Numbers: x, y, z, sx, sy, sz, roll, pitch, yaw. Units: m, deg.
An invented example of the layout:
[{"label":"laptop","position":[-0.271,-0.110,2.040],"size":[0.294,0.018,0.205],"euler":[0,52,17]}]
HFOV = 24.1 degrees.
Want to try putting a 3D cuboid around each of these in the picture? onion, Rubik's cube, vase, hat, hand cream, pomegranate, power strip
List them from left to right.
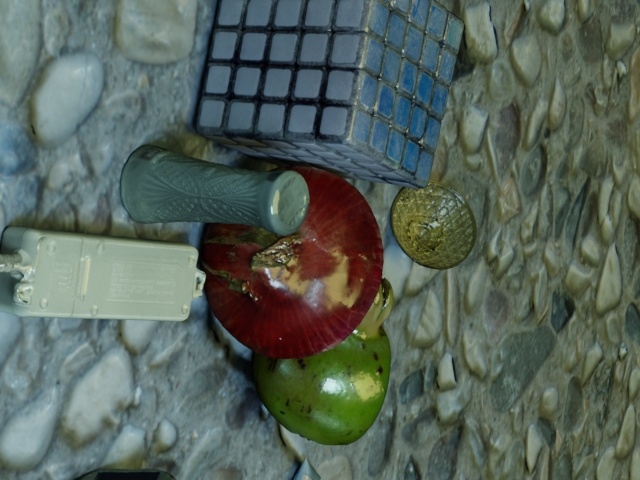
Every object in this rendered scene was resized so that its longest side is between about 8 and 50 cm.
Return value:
[{"label":"power strip","position":[-0.257,0.041,1.721],"size":[0.338,0.058,0.098],"euler":[7,92,-56]},{"label":"vase","position":[-0.121,-0.055,1.752],"size":[0.096,0.219,0.096],"euler":[-17,111,-54]},{"label":"hand cream","position":[-0.042,0.396,2.131],"size":[0.171,0.043,0.065],"euler":[-67,149,-28]},{"label":"onion","position":[-0.033,0.028,1.889],"size":[0.248,0.161,0.248],"euler":[-1,95,-17]},{"label":"pomegranate","position":[0.004,0.158,1.995],"size":[0.159,0.241,0.190],"euler":[20,49,-22]},{"label":"Rubik's cube","position":[0.013,-0.212,1.894],"size":[0.237,0.238,0.237],"euler":[23,77,-57]},{"label":"hat","position":[0.164,-0.015,2.325],"size":[0.146,0.067,0.146],"euler":[7,69,-19]}]

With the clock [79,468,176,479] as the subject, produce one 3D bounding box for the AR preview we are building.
[{"label":"clock","position":[-0.216,0.399,1.775],"size":[0.146,0.199,0.243],"euler":[-93,179,-77]}]
